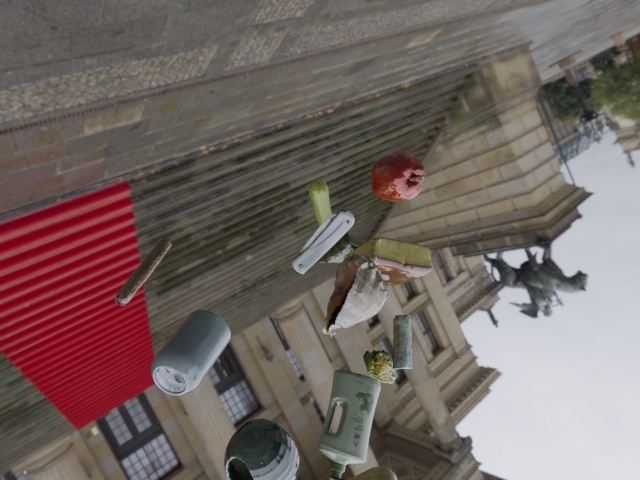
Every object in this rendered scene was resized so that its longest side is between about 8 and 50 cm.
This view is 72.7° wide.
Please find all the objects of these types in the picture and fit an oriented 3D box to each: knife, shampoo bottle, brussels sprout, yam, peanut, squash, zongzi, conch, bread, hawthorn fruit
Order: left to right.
[{"bbox_3d":[-0.533,0.089,1.321,0.046,0.046,0.263,-22,-148,35],"label":"yam"},{"bbox_3d":[0.002,0.002,1.312,0.265,0.073,0.040,-48,-161,28],"label":"knife"},{"bbox_3d":[0.010,-0.136,1.810,0.084,0.249,0.083,-14,-165,4],"label":"squash"},{"bbox_3d":[0.062,0.431,1.006,0.118,0.234,0.087,14,154,5],"label":"shampoo bottle"},{"bbox_3d":[0.155,0.092,2.336,0.274,0.251,0.125,-43,-147,37],"label":"zongzi"},{"bbox_3d":[0.138,0.902,1.521,0.313,0.152,0.152,-32,-177,18],"label":"peanut"},{"bbox_3d":[0.148,0.198,1.590,0.210,0.351,0.297,15,158,0],"label":"conch"},{"bbox_3d":[0.298,0.627,2.164,0.139,0.181,0.100,-40,-172,-12],"label":"brussels sprout"},{"bbox_3d":[0.302,0.108,2.032,0.324,0.143,0.333,10,157,-20],"label":"bread"},{"bbox_3d":[0.386,0.480,2.056,0.093,0.258,0.093,1,169,0],"label":"yam"},{"bbox_3d":[0.316,-0.239,1.649,0.208,0.207,0.243,-27,-160,-20],"label":"hawthorn fruit"}]

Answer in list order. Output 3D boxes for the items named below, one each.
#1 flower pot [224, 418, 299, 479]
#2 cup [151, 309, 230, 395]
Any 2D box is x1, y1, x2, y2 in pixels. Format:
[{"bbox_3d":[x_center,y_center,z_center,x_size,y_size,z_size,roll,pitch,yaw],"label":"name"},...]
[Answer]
[{"bbox_3d":[-0.147,0.567,1.115,0.190,0.242,0.157,16,-143,25],"label":"flower pot"},{"bbox_3d":[-0.510,0.439,1.704,0.206,0.205,0.312,-23,-163,24],"label":"cup"}]
